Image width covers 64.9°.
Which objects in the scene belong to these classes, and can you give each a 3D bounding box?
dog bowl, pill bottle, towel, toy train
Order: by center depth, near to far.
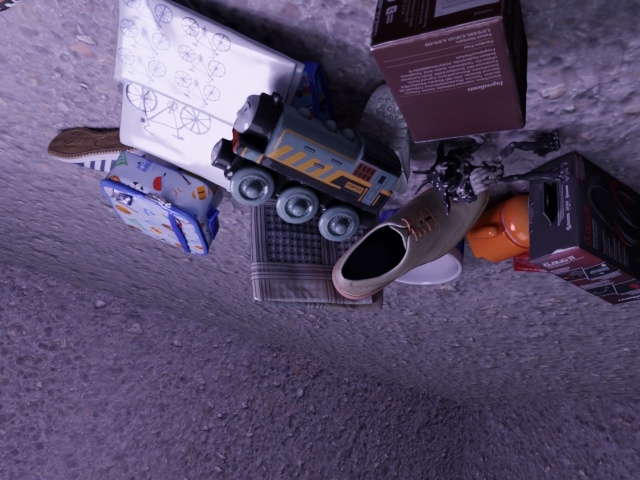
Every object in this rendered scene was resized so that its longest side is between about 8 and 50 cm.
[{"bbox_3d":[-0.018,-0.131,0.899,0.334,0.142,0.190,22,118,-23],"label":"toy train"},{"bbox_3d":[0.000,0.000,1.140,0.325,0.311,0.056,7,157,-24],"label":"towel"},{"bbox_3d":[-0.324,-0.157,1.237,0.118,0.117,0.215,3,153,19],"label":"pill bottle"},{"bbox_3d":[0.252,0.022,1.366,0.265,0.104,0.264,10,155,5],"label":"dog bowl"}]

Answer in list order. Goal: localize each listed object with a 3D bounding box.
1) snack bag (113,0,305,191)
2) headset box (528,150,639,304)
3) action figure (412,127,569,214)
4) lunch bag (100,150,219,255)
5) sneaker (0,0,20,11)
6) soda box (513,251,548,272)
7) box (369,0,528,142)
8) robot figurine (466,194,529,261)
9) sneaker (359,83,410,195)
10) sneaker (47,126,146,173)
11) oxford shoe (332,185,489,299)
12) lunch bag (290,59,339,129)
[{"bbox_3d":[-0.229,-0.246,0.931,0.323,0.037,0.342,24,134,-4],"label":"snack bag"},{"bbox_3d":[0.538,-0.024,1.010,0.293,0.217,0.110,24,151,-23],"label":"headset box"},{"bbox_3d":[0.305,-0.146,0.946,0.276,0.163,0.141,-7,160,17],"label":"action figure"},{"bbox_3d":[-0.344,-0.071,1.138,0.243,0.114,0.303,24,162,1],"label":"lunch bag"},{"bbox_3d":[-0.484,-0.423,0.783,0.303,0.108,0.121,15,157,13],"label":"sneaker"},{"bbox_3d":[0.613,0.027,1.229,0.264,0.092,0.083,3,154,19],"label":"soda box"},{"bbox_3d":[0.190,-0.272,0.709,0.167,0.168,0.203,-3,150,28],"label":"box"},{"bbox_3d":[0.433,-0.026,1.157,0.158,0.128,0.219,27,152,-14],"label":"robot figurine"},{"bbox_3d":[0.135,-0.203,0.988,0.090,0.094,0.235,8,135,19],"label":"sneaker"},{"bbox_3d":[-0.526,-0.200,1.261,0.283,0.099,0.153,2,151,15],"label":"sneaker"},{"bbox_3d":[0.200,-0.012,1.045,0.140,0.397,0.146,50,176,10],"label":"oxford shoe"},{"bbox_3d":[-0.088,-0.240,0.988,0.221,0.138,0.293,5,142,18],"label":"lunch bag"}]
